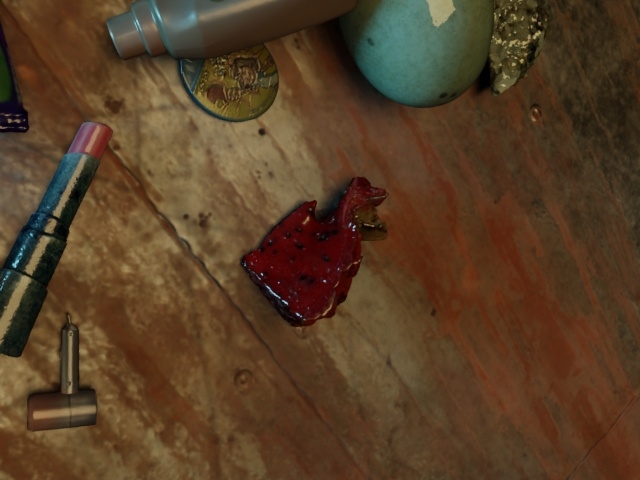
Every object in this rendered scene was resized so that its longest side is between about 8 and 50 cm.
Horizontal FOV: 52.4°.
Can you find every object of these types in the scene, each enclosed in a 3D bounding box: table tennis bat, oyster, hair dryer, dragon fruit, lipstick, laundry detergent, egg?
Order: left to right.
[{"bbox_3d":[-0.259,-0.008,0.616,0.053,0.053,0.234,27,81,-27],"label":"lipstick"},{"bbox_3d":[-0.255,0.128,0.644,0.063,0.037,0.114,2,87,-26],"label":"hair dryer"},{"bbox_3d":[-0.113,-0.188,0.693,0.155,0.019,0.100,24,85,-29],"label":"table tennis bat"},{"bbox_3d":[-0.097,-0.262,0.640,0.237,0.076,0.171,-20,64,-5],"label":"laundry detergent"},{"bbox_3d":[0.007,0.009,0.760,0.192,0.122,0.092,-57,155,-15],"label":"dragon fruit"},{"bbox_3d":[0.101,-0.263,0.710,0.169,0.169,0.236,-21,106,-24],"label":"egg"},{"bbox_3d":[0.254,-0.281,0.851,0.125,0.064,0.177,-10,98,-22],"label":"oyster"}]

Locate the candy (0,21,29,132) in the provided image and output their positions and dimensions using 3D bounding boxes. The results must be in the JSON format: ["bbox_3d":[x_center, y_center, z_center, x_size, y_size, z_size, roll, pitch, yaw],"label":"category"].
[{"bbox_3d":[-0.343,-0.215,0.546,0.145,0.070,0.275,-12,96,-34],"label":"candy"}]
